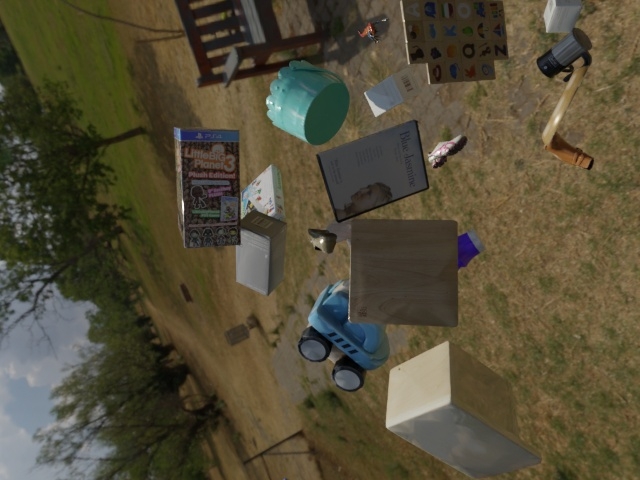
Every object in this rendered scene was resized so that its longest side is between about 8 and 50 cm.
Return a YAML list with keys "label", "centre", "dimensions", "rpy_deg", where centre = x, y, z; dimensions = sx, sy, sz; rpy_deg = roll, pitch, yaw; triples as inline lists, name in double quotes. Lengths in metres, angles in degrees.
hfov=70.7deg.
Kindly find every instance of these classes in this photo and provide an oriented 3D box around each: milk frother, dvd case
- label: "milk frother"
  centre: [0.791, -0.593, 1.434]
  dimensions: [0.129, 0.143, 0.135]
  rpy_deg: [38, 147, -10]
- label: "dvd case"
  centre: [0.132, -0.164, 1.087]
  dimensions: [0.022, 0.253, 0.180]
  rpy_deg: [-123, 13, -63]

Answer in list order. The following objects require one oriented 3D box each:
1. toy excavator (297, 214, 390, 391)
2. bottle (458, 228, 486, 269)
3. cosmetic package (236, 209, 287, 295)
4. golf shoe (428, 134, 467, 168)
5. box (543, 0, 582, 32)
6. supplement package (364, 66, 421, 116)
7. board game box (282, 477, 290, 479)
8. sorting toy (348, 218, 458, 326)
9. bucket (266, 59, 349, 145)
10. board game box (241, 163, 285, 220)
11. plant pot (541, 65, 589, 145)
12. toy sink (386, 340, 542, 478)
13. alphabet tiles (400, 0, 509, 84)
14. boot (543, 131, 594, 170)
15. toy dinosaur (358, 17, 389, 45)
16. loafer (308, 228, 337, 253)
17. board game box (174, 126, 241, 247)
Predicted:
- label: "toy excavator"
  centre: [0.102, 0.179, 1.386]
  dimensions: [0.433, 0.222, 0.445]
  rpy_deg: [41, 120, -5]
- label: "bottle"
  centre: [0.318, 0.067, 1.259]
  dimensions: [0.118, 0.283, 0.092]
  rpy_deg: [45, -157, -26]
- label: "cosmetic package"
  centre: [-0.180, 0.040, 1.366]
  dimensions: [0.127, 0.107, 0.237]
  rpy_deg: [21, 129, 18]
- label: "golf shoe"
  centre: [0.506, -0.374, 1.822]
  dimensions: [0.186, 0.068, 0.085]
  rpy_deg: [-39, 61, 43]
- label: "box"
  centre: [0.826, -0.784, 1.540]
  dimensions: [0.102, 0.087, 0.101]
  rpy_deg: [77, -161, -57]
- label: "supplement package"
  centre: [0.269, -0.554, 1.689]
  dimensions: [0.179, 0.105, 0.105]
  rpy_deg: [-9, 112, 61]
- label: "board game box"
  centre: [-0.096, 0.738, 1.298]
  dimensions: [0.090, 0.090, 0.020]
  rpy_deg: [40, -173, -19]
- label: "sorting toy"
  centre: [0.205, 0.080, 1.129]
  dimensions: [0.089, 0.257, 0.255]
  rpy_deg: [47, -136, -80]
- label: "bucket"
  centre: [-0.037, -0.493, 1.638]
  dimensions: [0.183, 0.281, 0.281]
  rpy_deg: [36, 146, 25]
- label: "board game box"
  centre: [-0.228, -0.141, 1.753]
  dimensions: [0.053, 0.193, 0.305]
  rpy_deg: [34, -150, -34]
- label: "plant pot"
  centre: [0.702, -0.391, 1.308]
  dimensions: [0.032, 0.236, 0.236]
  rpy_deg: [27, 143, 19]
- label: "toy sink"
  centre: [0.259, 0.309, 0.822]
  dimensions: [0.234, 0.131, 0.153]
  rpy_deg: [35, 130, -16]
- label: "alphabet tiles"
  centre: [0.387, -0.593, 1.278]
  dimensions: [0.011, 0.343, 0.285]
  rpy_deg: [-175, 75, -70]
- label: "boot"
  centre: [0.900, -0.320, 1.623]
  dimensions: [0.152, 0.197, 0.073]
  rpy_deg: [42, 110, 35]
- label: "toy dinosaur"
  centre: [0.111, -0.464, 1.006]
  dimensions: [0.090, 0.082, 0.047]
  rpy_deg: [5, 97, 27]
- label: "loafer"
  centre: [0.000, 0.000, 1.115]
  dimensions: [0.148, 0.056, 0.050]
  rpy_deg: [-149, 65, -76]
- label: "board game box"
  centre: [-0.302, -0.150, 1.193]
  dimensions: [0.232, 0.141, 0.290]
  rpy_deg: [-146, 55, -65]
